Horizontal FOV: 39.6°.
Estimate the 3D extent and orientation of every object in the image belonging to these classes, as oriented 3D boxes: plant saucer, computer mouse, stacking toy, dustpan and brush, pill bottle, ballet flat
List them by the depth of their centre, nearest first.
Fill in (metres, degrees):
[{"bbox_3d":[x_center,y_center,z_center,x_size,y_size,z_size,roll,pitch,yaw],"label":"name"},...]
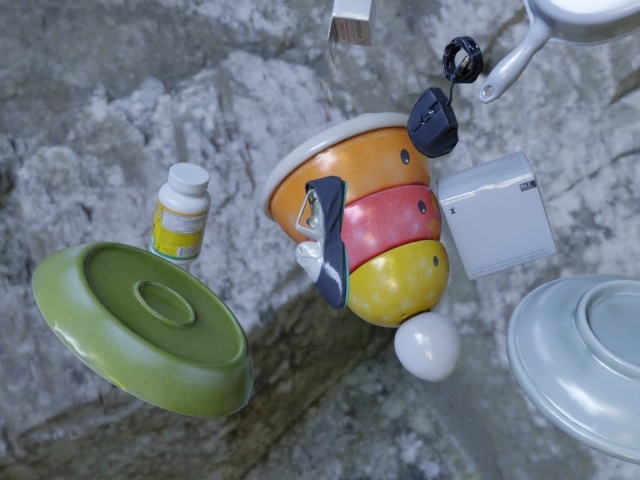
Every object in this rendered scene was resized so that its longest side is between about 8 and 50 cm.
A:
[{"bbox_3d":[0.203,-0.199,0.742,0.147,0.211,0.060,46,-167,16],"label":"dustpan and brush"},{"bbox_3d":[-0.157,0.072,0.858,0.241,0.037,0.241,33,-164,-11],"label":"plant saucer"},{"bbox_3d":[0.136,-0.157,1.011,0.242,0.041,0.071,101,149,-69],"label":"computer mouse"},{"bbox_3d":[0.000,0.000,1.178,0.074,0.074,0.203,84,-175,-58],"label":"ballet flat"},{"bbox_3d":[0.500,0.167,1.403,0.400,0.400,0.100,-114,24,-46],"label":"plant saucer"},{"bbox_3d":[0.128,0.038,1.645,0.350,0.350,0.480,91,154,-69],"label":"stacking toy"},{"bbox_3d":[-0.305,-0.060,1.958,0.117,0.117,0.208,-115,34,-50],"label":"pill bottle"}]

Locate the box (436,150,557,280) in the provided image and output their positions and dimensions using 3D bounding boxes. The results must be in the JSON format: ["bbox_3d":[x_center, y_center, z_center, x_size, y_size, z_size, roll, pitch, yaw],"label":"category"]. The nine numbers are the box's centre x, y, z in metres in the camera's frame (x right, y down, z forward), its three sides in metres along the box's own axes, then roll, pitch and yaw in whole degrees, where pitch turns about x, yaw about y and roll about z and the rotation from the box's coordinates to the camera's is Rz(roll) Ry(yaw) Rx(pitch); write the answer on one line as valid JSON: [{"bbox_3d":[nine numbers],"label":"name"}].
[{"bbox_3d":[0.334,-0.048,1.694,0.119,0.181,0.182,-82,-28,-63],"label":"box"}]

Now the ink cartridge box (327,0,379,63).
[{"bbox_3d":[0.059,-0.378,1.406,0.104,0.061,0.181,58,-138,-78],"label":"ink cartridge box"}]
